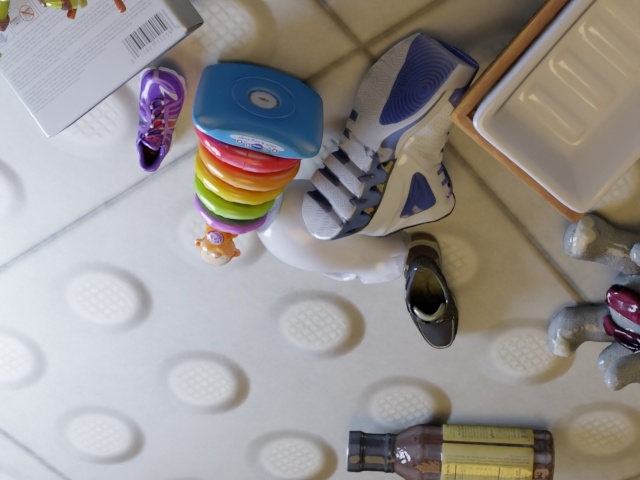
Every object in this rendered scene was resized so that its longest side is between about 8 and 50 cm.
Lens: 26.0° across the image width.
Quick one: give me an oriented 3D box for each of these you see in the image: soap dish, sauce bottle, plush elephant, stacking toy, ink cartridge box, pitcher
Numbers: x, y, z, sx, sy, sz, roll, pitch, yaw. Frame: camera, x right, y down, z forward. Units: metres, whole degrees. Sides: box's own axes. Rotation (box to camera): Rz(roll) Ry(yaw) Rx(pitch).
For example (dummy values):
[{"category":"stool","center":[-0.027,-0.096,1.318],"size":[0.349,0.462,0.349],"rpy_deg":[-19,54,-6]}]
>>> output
[{"category":"soap dish","center":[0.332,-0.201,1.738],"size":[0.229,0.118,0.291],"rpy_deg":[37,103,-19]},{"category":"sauce bottle","center":[0.216,0.361,2.330],"size":[0.344,0.111,0.111],"rpy_deg":[4,132,3]},{"category":"plush elephant","center":[0.498,0.151,2.014],"size":[0.329,0.255,0.272],"rpy_deg":[8,132,-3]},{"category":"stacking toy","center":[-0.117,-0.076,1.908],"size":[0.175,0.166,0.302],"rpy_deg":[15,128,-9]},{"category":"ink cartridge box","center":[-0.326,-0.302,1.805],"size":[0.275,0.060,0.239],"rpy_deg":[-32,98,29]},{"category":"pitcher","center":[0.000,0.000,2.021],"size":[0.207,0.126,0.177],"rpy_deg":[24,150,-24]}]

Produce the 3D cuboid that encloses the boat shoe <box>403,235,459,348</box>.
[{"category":"boat shoe","center":[0.164,0.094,2.112],"size":[0.080,0.073,0.224],"rpy_deg":[-6,131,10]}]

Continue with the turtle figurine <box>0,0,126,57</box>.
[{"category":"turtle figurine","center":[-0.391,-0.320,1.735],"size":[0.269,0.087,0.217],"rpy_deg":[39,124,-7]}]

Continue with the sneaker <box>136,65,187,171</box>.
[{"category":"sneaker","center":[-0.222,-0.165,1.910],"size":[0.068,0.071,0.170],"rpy_deg":[7,132,-2]}]

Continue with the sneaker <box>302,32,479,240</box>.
[{"category":"sneaker","center":[0.122,-0.125,1.896],"size":[0.182,0.127,0.315],"rpy_deg":[13,119,-45]}]
